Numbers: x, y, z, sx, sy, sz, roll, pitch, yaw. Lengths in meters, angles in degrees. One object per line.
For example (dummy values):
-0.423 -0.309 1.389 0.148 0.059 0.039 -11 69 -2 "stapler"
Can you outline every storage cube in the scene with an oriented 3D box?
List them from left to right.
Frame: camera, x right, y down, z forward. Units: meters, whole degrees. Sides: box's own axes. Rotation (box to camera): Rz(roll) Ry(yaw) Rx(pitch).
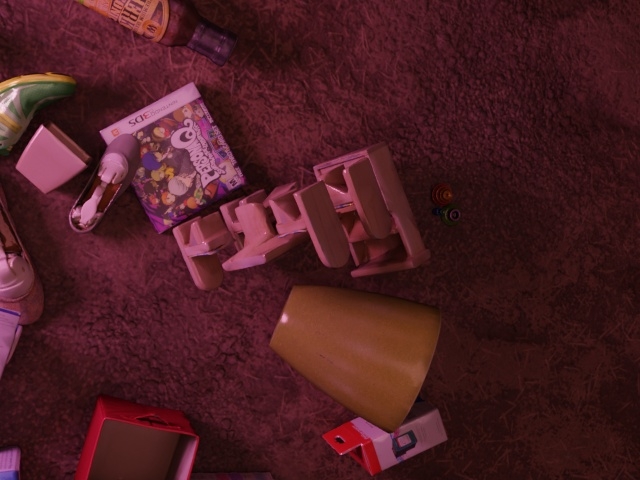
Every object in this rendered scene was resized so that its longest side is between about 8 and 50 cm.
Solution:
-0.354 0.418 1.601 0.183 0.193 0.215 16 88 -18 "storage cube"

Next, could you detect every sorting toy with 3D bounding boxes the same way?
0.280 -0.075 1.849 0.061 0.042 0.102 -34 103 -13 "sorting toy"

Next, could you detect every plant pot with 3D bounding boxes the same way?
-0.502 -0.148 1.563 0.096 0.109 0.109 -46 106 1 "plant pot"
0.055 0.207 1.701 0.293 0.275 0.275 23 87 -2 "plant pot"

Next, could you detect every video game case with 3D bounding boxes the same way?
-0.288 -0.164 1.660 0.210 0.042 0.232 -30 102 -12 "video game case"

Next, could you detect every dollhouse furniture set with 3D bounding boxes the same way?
0.000 0.000 1.612 0.394 0.362 0.256 -31 102 -44 "dollhouse furniture set"

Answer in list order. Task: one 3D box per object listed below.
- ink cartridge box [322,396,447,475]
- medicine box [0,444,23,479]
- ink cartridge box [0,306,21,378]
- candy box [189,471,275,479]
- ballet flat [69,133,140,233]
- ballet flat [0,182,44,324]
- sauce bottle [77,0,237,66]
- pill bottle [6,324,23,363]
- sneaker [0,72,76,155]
0.135 0.419 1.789 0.231 0.134 0.078 -21 100 -15 "ink cartridge box"
-0.688 0.539 1.525 0.289 0.149 0.264 -4 95 -18 "medicine box"
-0.653 0.227 1.497 0.165 0.065 0.333 20 112 -17 "ink cartridge box"
-0.196 0.567 1.725 0.196 0.070 0.165 4 93 -18 "candy box"
-0.406 -0.103 1.586 0.072 0.068 0.213 31 100 -8 "ballet flat"
-0.597 0.016 1.539 0.107 0.106 0.316 -23 101 -15 "ballet flat"
-0.323 -0.443 1.593 0.344 0.111 0.111 25 86 -17 "sauce bottle"
-0.632 0.172 1.554 0.137 0.078 0.078 24 86 -18 "pill bottle"
-0.579 -0.222 1.536 0.295 0.109 0.124 -26 105 -6 "sneaker"
